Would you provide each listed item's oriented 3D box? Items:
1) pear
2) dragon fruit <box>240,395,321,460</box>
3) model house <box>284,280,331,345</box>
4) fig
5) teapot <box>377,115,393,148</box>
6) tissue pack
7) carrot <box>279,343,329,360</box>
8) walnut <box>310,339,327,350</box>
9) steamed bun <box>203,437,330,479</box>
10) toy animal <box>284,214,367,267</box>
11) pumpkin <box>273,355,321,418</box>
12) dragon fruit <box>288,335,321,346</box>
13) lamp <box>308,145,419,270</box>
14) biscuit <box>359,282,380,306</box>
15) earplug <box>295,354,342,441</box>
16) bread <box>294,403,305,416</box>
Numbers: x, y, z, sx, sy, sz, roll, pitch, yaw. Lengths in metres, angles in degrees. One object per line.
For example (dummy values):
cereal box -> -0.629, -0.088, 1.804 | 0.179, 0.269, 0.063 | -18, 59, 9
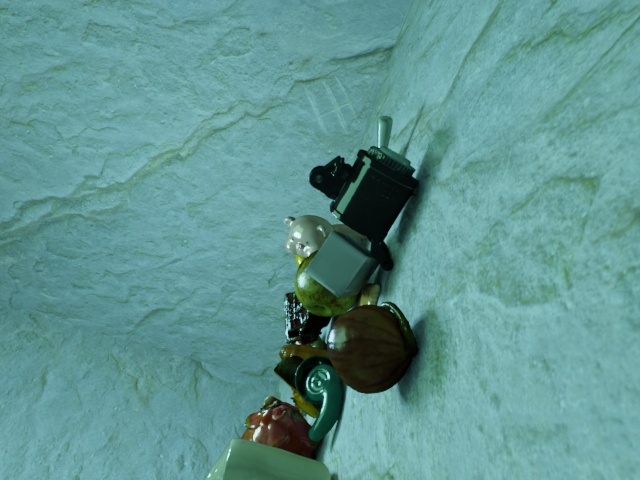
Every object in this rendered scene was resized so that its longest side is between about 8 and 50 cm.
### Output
pear -> 0.031, 0.153, 1.704 | 0.283, 0.283, 0.284 | -163, 90, -86
dragon fruit -> -0.133, 0.706, 1.610 | 0.305, 0.305, 0.226 | 150, 144, -84
model house -> 0.005, 0.305, 2.047 | 0.282, 0.317, 0.297 | -39, 62, 42
fig -> 0.117, 0.227, 0.959 | 0.205, 0.205, 0.205 | -163, 90, -86
teapot -> 0.227, -0.302, 1.715 | 0.220, 0.149, 0.318 | -123, 49, -83
tissue pack -> 0.082, 0.080, 1.427 | 0.159, 0.136, 0.246 | -55, -18, 6
carrot -> -0.073, 0.523, 1.913 | 0.159, 0.225, 0.159 | -159, 90, -82
walnut -> -0.006, 0.499, 2.032 | 0.092, 0.092, 0.092 | -163, 90, -86
steamed bun -> -0.187, 0.798, 1.266 | 0.290, 0.371, 0.456 | -99, 29, -83
toy animal -> -0.004, 0.021, 1.892 | 0.278, 0.345, 0.247 | -68, -22, -12
pumpkin -> -0.043, 0.568, 1.739 | 0.148, 0.169, 0.312 | -53, -40, -27
dragon fruit -> -0.080, 0.554, 2.213 | 0.200, 0.198, 0.269 | -59, 25, 27
lamp -> 0.171, -0.139, 1.336 | 0.272, 0.374, 0.205 | -41, 13, 15
biscuit -> 0.137, 0.260, 1.460 | 0.160, 0.030, 0.250 | 148, 139, -84
earplug -> 0.007, 0.529, 1.548 | 0.280, 0.164, 0.257 | 73, 175, -77
bread -> -0.082, 0.748, 2.107 | 0.119, 0.067, 0.192 | 99, -175, -54
